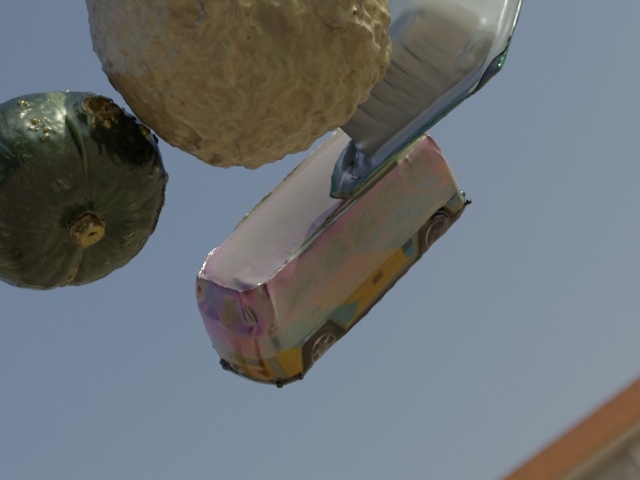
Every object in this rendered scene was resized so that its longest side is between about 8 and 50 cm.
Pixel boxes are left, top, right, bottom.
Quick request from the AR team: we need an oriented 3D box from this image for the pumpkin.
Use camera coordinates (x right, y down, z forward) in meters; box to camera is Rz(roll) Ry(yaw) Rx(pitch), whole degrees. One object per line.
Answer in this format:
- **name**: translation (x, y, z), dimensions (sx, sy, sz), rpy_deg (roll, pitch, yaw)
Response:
- **pumpkin**: translation (-0.223, -0.043, 1.366), dimensions (0.190, 0.146, 0.190), rpy_deg (-32, -44, -38)

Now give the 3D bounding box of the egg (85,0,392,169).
- **egg**: translation (-0.071, -0.213, 1.329), dimensions (0.279, 0.310, 0.279), rpy_deg (-9, -3, 0)

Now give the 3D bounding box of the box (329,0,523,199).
- **box**: translation (0.102, -0.231, 1.789), dimensions (0.106, 0.264, 0.336), rpy_deg (29, -36, -16)

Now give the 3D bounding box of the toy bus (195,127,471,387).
- **toy bus**: translation (0.000, 0.000, 2.005), dimensions (0.386, 0.171, 0.162), rpy_deg (-45, -49, -23)
